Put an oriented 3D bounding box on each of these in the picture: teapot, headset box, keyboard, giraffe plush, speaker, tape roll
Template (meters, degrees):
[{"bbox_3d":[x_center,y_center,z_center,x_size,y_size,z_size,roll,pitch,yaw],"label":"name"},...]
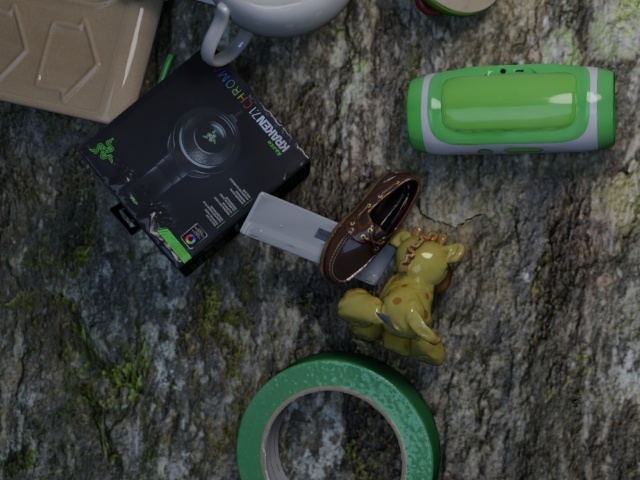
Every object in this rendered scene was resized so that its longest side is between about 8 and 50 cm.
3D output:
[{"bbox_3d":[-0.055,-0.392,1.791,0.256,0.187,0.252,-4,76,4],"label":"teapot"},{"bbox_3d":[-0.199,-0.116,1.893,0.283,0.131,0.246,-39,85,-5],"label":"headset box"},{"bbox_3d":[0.000,0.000,1.880,0.256,0.014,0.072,22,99,-28],"label":"keyboard"},{"bbox_3d":[0.137,0.070,1.864,0.181,0.210,0.170,23,73,8],"label":"giraffe plush"},{"bbox_3d":[0.281,-0.190,1.805,0.296,0.131,0.131,0,96,15],"label":"speaker"},{"bbox_3d":[0.028,0.341,1.958,0.321,0.077,0.321,2,97,14],"label":"tape roll"}]

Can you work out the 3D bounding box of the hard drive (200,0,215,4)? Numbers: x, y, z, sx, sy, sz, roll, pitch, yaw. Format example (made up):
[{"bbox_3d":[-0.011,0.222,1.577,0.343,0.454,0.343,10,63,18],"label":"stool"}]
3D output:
[{"bbox_3d":[-0.089,-0.508,1.910,0.203,0.040,0.307,17,101,12],"label":"hard drive"}]

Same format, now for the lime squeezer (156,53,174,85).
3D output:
[{"bbox_3d":[-0.249,-0.141,1.987,0.110,0.059,0.310,-15,91,17],"label":"lime squeezer"}]

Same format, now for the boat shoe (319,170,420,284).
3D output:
[{"bbox_3d":[0.076,-0.020,1.861,0.073,0.073,0.207,39,77,-28],"label":"boat shoe"}]

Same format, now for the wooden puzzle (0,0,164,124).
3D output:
[{"bbox_3d":[-0.427,-0.367,1.975,0.348,0.080,0.322,14,86,8],"label":"wooden puzzle"}]

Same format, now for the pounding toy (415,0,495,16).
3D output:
[{"bbox_3d":[0.151,-0.417,1.814,0.237,0.110,0.183,23,69,-24],"label":"pounding toy"}]
